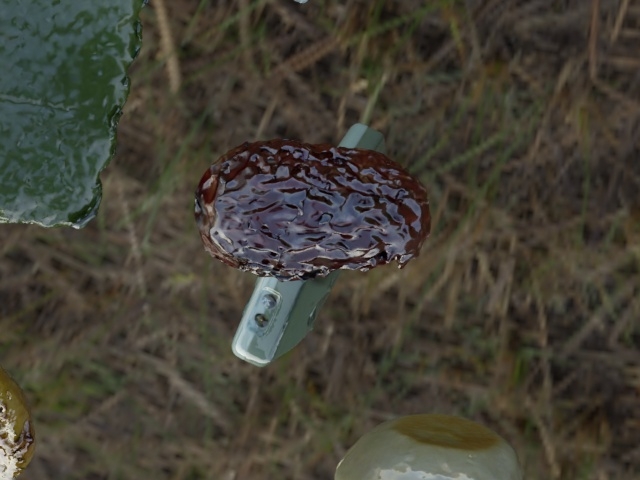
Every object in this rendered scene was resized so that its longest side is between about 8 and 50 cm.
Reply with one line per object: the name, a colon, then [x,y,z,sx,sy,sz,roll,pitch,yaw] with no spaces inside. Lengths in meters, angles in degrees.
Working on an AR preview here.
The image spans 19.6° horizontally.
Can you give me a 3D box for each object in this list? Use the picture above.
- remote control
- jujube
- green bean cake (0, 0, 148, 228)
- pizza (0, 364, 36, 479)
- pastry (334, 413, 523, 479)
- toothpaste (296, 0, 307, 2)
remote control: [0.000,0.000,1.731,0.065,0.335,0.128,24,117,3]
jujube: [-0.005,-0.027,1.304,0.166,0.104,0.104,-4,128,-8]
green bean cake: [-0.277,-0.147,1.438,0.250,0.156,0.247,8,106,-24]
pizza: [-0.351,0.147,1.662,0.161,0.085,0.305,-13,147,19]
pastry: [0.091,0.197,1.529,0.156,0.156,0.092,9,99,7]
toothpaste: [-0.088,-0.308,1.895,0.218,0.064,0.041,28,174,22]
